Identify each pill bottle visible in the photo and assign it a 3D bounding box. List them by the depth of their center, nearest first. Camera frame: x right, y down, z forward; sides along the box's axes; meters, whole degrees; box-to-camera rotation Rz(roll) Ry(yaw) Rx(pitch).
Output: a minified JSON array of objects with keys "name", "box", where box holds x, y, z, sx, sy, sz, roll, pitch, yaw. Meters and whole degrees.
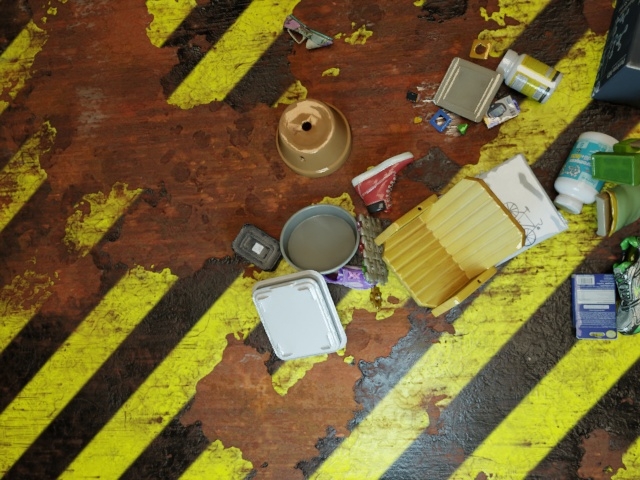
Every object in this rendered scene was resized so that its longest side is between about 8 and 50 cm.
[{"name":"pill bottle","box":[0.906,-0.228,1.742,0.146,0.146,0.263,27,90,9]},{"name":"pill bottle","box":[0.735,-0.586,1.802,0.209,0.119,0.119,33,91,8]}]

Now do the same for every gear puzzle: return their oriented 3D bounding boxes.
[{"name":"gear puzzle","box":[0.183,0.079,1.804,0.044,0.176,0.338,-13,76,32]}]

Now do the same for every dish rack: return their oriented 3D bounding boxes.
[{"name":"dish rack","box":[-0.084,0.283,1.806,0.286,0.072,0.332,-14,107,19]}]

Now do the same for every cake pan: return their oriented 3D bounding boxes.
[{"name":"cake pan","box":[0.000,0.000,1.848,0.294,0.054,0.292,-5,61,9]}]

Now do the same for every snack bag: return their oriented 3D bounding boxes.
[{"name":"snack bag","box":[0.635,-0.100,1.792,0.343,0.037,0.322,-32,81,19]}]

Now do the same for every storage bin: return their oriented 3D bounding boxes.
[{"name":"storage bin","box":[-0.230,0.028,1.914,0.180,0.084,0.122,32,91,9]}]

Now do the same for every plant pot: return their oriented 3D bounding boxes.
[{"name":"plant pot","box":[-0.033,-0.390,1.854,0.291,0.203,0.290,0,87,7]}]

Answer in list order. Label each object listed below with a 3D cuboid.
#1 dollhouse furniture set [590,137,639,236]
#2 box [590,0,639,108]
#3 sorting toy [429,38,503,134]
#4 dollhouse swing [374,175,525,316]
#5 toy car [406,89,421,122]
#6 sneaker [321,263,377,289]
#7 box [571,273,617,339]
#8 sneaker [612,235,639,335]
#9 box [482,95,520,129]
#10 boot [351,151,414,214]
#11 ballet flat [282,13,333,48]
[{"name":"dollhouse furniture set","box":[1.012,-0.160,1.639,0.198,0.151,0.301,-20,110,-19]},{"name":"box","box":[1.097,-0.678,1.670,0.212,0.293,0.394,15,88,9]},{"name":"sorting toy","box":[0.535,-0.546,1.839,0.196,0.047,0.347,32,107,22]},{"name":"dollhouse swing","box":[0.432,0.014,1.693,0.315,0.305,0.346,-34,82,-22]},{"name":"toy car","box":[0.353,-0.501,1.901,0.041,0.060,0.121,-11,105,-35]},{"name":"sneaker","box":[0.100,0.128,1.852,0.237,0.104,0.095,7,86,7]},{"name":"box","box":[0.950,0.228,1.761,0.137,0.036,0.225,0,85,8]},{"name":"sneaker","box":[1.035,0.148,1.700,0.147,0.134,0.343,15,81,-8]},{"name":"box","box":[0.657,-0.469,1.852,0.136,0.028,0.081,-25,83,7]},{"name":"boot","box":[0.260,-0.202,1.863,0.244,0.088,0.176,-30,83,13]},{"name":"ballet flat","box":[-0.053,-0.788,1.954,0.222,0.077,0.079,35,110,13]}]
